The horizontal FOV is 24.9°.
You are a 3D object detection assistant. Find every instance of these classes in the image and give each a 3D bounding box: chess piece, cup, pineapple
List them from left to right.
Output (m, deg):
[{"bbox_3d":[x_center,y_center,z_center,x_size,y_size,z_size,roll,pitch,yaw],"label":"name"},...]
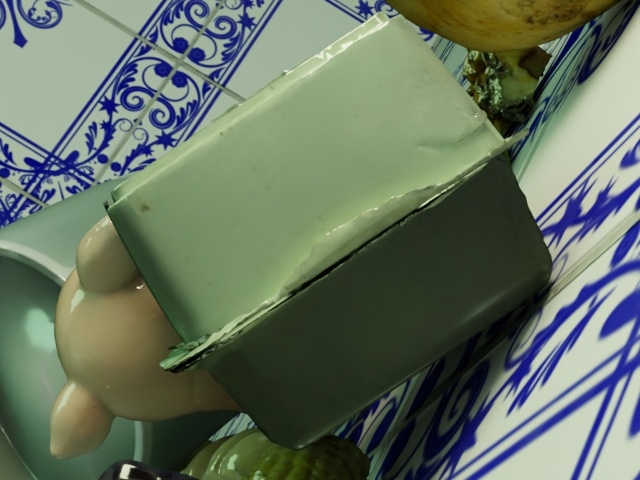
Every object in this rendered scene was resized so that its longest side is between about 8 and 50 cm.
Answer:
[{"bbox_3d":[-0.154,0.043,1.282,0.274,0.259,0.356,-33,-18,-51],"label":"cup"},{"bbox_3d":[-0.083,0.218,1.105,0.117,0.117,0.397,-60,4,-25],"label":"chess piece"},{"bbox_3d":[0.158,-0.128,1.201,0.114,0.077,0.114,-86,-10,-61],"label":"pineapple"}]

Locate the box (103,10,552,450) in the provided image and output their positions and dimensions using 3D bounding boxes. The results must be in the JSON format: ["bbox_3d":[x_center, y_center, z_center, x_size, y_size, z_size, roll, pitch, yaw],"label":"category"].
[{"bbox_3d":[0.000,0.000,0.823,0.220,0.166,0.290,-33,0,-4],"label":"box"}]

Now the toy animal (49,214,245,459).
[{"bbox_3d":[-0.075,0.066,1.044,0.154,0.250,0.166,2,91,56],"label":"toy animal"}]

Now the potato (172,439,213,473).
[{"bbox_3d":[-0.168,0.290,1.382,0.197,0.148,0.228,-62,-12,23],"label":"potato"}]

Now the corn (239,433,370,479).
[{"bbox_3d":[-0.045,0.204,0.750,0.086,0.086,0.288,-57,2,41],"label":"corn"}]

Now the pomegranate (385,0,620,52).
[{"bbox_3d":[0.126,-0.260,1.014,0.260,0.260,0.260,-59,2,4],"label":"pomegranate"}]

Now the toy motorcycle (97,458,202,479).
[{"bbox_3d":[-0.112,0.262,0.473,0.232,0.172,0.416,-81,11,-50],"label":"toy motorcycle"}]

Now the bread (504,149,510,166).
[{"bbox_3d":[0.082,-0.047,1.133,0.129,0.111,0.114,-52,-13,-70],"label":"bread"}]
